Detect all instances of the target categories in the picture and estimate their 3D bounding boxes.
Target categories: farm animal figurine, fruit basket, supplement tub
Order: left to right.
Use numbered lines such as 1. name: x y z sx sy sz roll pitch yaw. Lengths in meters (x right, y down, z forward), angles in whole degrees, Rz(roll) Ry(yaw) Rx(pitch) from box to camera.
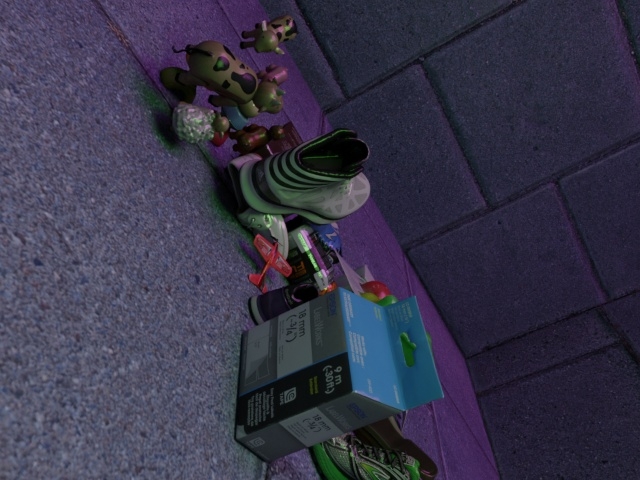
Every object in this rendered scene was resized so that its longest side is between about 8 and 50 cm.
1. farm animal figurine: -0.160 -0.361 1.187 0.326 0.172 0.331 2 97 -48
2. supplement tub: -0.038 0.060 1.419 0.191 0.117 0.117 62 16 -3
3. fruit basket: 0.158 0.217 1.476 0.327 0.165 0.353 46 6 -35

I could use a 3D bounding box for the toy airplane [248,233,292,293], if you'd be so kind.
1. toy airplane: -0.121 0.058 1.242 0.151 0.028 0.151 18 68 -55

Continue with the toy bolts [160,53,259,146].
1. toy bolts: -0.243 -0.328 1.294 0.228 0.158 0.218 41 27 -54

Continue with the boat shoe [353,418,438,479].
1. boat shoe: 0.125 0.472 1.254 0.110 0.105 0.307 11 23 -49

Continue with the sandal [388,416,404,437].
1. sandal: 0.170 0.423 1.508 0.303 0.086 0.120 65 -11 -11

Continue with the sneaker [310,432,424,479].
1. sneaker: 0.123 0.471 1.120 0.343 0.146 0.134 39 19 3

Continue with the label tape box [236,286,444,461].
1. label tape box: 0.019 0.213 0.952 0.106 0.333 0.241 53 19 -34

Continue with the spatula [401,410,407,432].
1. spatula: 0.288 0.478 1.740 0.168 0.019 0.242 -49 149 -69

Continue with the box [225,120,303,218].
1. box: -0.122 -0.198 1.528 0.191 0.143 0.381 60 14 -15

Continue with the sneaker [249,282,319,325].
1. sneaker: -0.042 0.154 1.238 0.107 0.124 0.283 68 16 13

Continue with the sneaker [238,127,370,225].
1. sneaker: 0.048 -0.144 1.285 0.447 0.257 0.169 -4 81 -52

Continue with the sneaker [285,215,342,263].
1. sneaker: 0.000 0.000 1.619 0.147 0.129 0.330 67 15 20

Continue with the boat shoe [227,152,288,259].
1. boat shoe: -0.161 -0.068 1.297 0.096 0.098 0.277 -24 98 -44

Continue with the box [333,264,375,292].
1. box: 0.129 0.188 1.728 0.171 0.130 0.091 59 17 -18
